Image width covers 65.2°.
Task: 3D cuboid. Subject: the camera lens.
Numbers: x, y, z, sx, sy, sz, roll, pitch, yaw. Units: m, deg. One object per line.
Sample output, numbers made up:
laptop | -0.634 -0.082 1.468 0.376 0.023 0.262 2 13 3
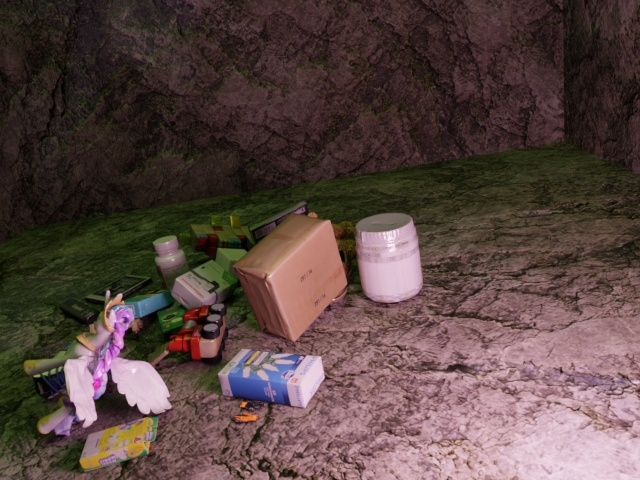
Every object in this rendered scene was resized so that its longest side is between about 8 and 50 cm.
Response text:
camera lens | 0.238 0.064 1.748 0.219 0.275 0.219 -9 20 3

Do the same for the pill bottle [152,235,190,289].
pill bottle | -0.642 0.103 2.162 0.131 0.230 0.131 -10 19 3

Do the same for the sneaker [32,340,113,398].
sneaker | -0.775 0.420 1.557 0.315 0.128 0.182 -4 24 37

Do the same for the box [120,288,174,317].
box | -0.679 0.244 1.958 0.100 0.060 0.244 -6 5 14

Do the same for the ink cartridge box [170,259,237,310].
ink cartridge box | -0.451 0.182 1.947 0.153 0.087 0.208 37 34 15

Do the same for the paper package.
paper package | -0.089 0.117 1.658 0.168 0.310 0.325 13 44 36

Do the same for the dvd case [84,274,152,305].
dvd case | -0.913 0.223 2.272 0.179 0.030 0.238 3 25 32

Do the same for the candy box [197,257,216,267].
candy box | -0.461 0.117 2.328 0.205 0.027 0.105 1 20 29

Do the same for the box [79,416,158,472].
box | -0.500 0.510 1.264 0.179 0.043 0.105 -16 19 -7

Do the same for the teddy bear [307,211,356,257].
teddy bear | 0.000 0.000 2.142 0.337 0.245 0.113 12 -13 -7

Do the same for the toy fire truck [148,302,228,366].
toy fire truck | -0.437 0.319 1.637 0.246 0.159 0.217 0 20 -2

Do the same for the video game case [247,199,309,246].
video game case | -0.168 -0.029 2.208 0.274 0.248 0.035 -27 51 -14

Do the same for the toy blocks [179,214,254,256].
toy blocks | -0.456 0.011 2.375 0.380 0.191 0.261 2 19 -25

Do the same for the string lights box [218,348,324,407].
string lights box | -0.135 0.376 1.384 0.259 0.077 0.133 -1 21 25

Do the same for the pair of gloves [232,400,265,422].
pair of gloves | -0.187 0.450 1.311 0.074 0.010 0.083 -5 18 19

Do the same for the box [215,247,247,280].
box | -0.364 0.102 2.153 0.129 0.091 0.170 5 15 -31

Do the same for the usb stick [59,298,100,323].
usb stick | -1.013 0.296 2.101 0.277 0.045 0.077 9 27 42

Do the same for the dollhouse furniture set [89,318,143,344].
dollhouse furniture set | -0.729 0.358 1.815 0.143 0.123 0.151 -13 -15 -6

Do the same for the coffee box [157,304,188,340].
coffee box | -0.537 0.299 1.853 0.113 0.041 0.184 -17 21 -20

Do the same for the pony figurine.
pony figurine | -0.616 0.360 1.345 0.363 0.351 0.302 -39 -28 15

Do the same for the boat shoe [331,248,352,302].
boat shoe | 0.051 0.129 1.916 0.110 0.105 0.307 -4 22 12
